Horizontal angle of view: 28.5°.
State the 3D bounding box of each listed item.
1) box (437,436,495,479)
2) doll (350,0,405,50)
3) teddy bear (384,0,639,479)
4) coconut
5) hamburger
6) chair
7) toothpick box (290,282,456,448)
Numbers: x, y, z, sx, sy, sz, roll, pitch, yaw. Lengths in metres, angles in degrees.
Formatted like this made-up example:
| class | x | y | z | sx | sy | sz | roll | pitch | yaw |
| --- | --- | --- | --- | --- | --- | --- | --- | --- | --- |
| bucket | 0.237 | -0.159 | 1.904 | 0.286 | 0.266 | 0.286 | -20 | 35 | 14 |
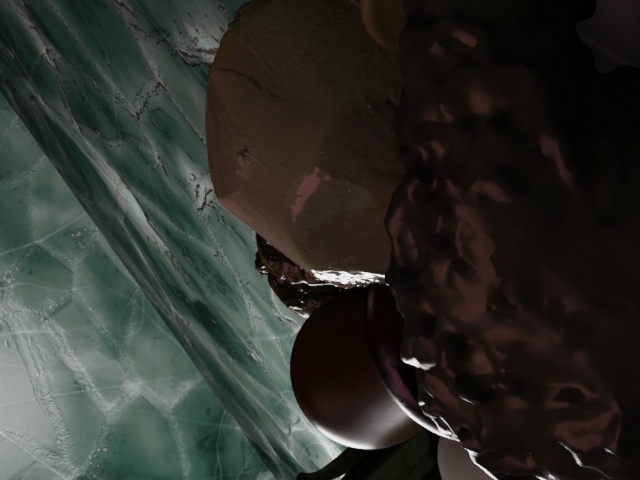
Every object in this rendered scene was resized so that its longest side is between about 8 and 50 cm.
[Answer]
| class | x | y | z | sx | sy | sz | roll | pitch | yaw |
| --- | --- | --- | --- | --- | --- | --- | --- | --- | --- |
| box | 0.253 | 0.264 | 1.194 | 0.288 | 0.141 | 0.349 | 53 | 164 | 0 |
| doll | 0.033 | -0.222 | 0.783 | 0.271 | 0.144 | 0.208 | 12 | 117 | 62 |
| teddy bear | 0.207 | 0.000 | 0.594 | 0.367 | 0.224 | 0.357 | 4 | 126 | 17 |
| coconut | 0.026 | -0.089 | 0.894 | 0.230 | 0.227 | 0.227 | 36 | 159 | 34 |
| hamburger | 0.000 | 0.000 | 1.295 | 0.185 | 0.159 | 0.131 | 23 | 156 | 22 |
| chair | 0.107 | 0.306 | 1.633 | 0.272 | 0.188 | 0.166 | 35 | 157 | 38 |
| toothpick box | 0.091 | 0.094 | 1.109 | 0.192 | 0.192 | 0.294 | 52 | 151 | -2 |
